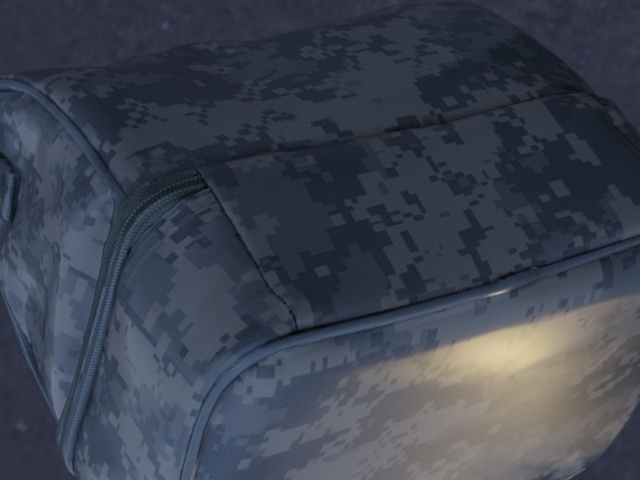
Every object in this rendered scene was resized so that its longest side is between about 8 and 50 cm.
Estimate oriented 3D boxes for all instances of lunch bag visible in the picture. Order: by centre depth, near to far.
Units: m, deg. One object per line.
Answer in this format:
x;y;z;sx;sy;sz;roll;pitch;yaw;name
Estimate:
0.000;0.000;0.843;0.305;0.256;0.212;-14;143;-31;lunch bag
